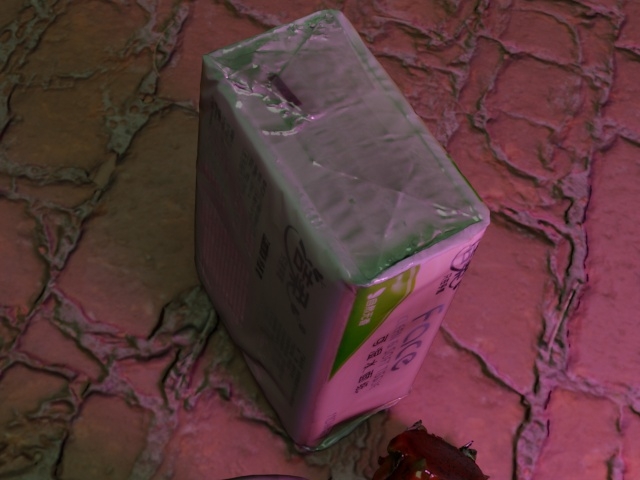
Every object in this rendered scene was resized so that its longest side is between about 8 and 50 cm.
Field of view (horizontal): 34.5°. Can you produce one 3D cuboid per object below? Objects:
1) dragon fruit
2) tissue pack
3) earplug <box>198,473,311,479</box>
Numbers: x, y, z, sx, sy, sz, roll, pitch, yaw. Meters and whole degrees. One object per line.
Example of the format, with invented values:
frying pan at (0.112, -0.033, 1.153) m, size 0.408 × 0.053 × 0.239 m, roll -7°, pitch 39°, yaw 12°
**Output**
dragon fruit at (0.111, 0.280, 1.205) m, size 0.175 × 0.142 × 0.138 m, roll -41°, pitch 28°, yaw -7°
tissue pack at (0.000, 0.000, 1.190) m, size 0.205 × 0.405 × 0.332 m, roll -24°, pitch 64°, yaw -23°
earplug at (-0.095, 0.455, 0.947) m, size 0.312 × 0.313 × 0.394 m, roll -10°, pitch 61°, yaw -12°
